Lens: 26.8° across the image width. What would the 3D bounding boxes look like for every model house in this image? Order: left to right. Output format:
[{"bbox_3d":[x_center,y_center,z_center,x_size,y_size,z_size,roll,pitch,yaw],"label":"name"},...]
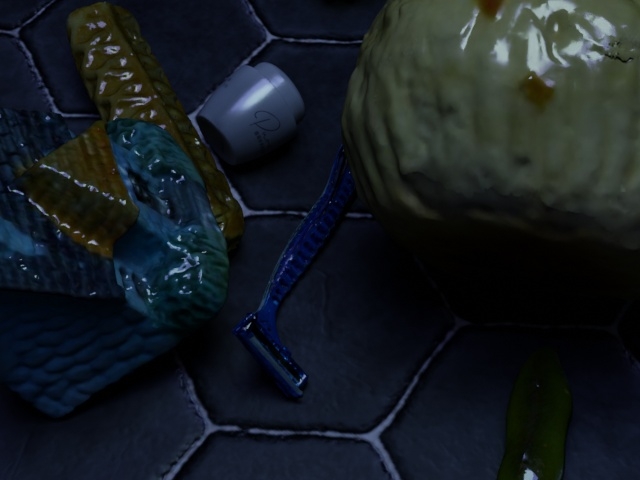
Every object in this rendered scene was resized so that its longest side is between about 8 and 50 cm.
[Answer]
[{"bbox_3d":[-0.247,-0.032,1.179,0.226,0.241,0.261,-34,53,8],"label":"model house"}]

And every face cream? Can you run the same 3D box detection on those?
[{"bbox_3d":[-0.072,-0.130,1.383,0.095,0.091,0.091,-38,60,-17],"label":"face cream"}]

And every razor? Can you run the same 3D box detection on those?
[{"bbox_3d":[-0.010,0.003,1.302,0.056,0.093,0.324,-14,37,37],"label":"razor"}]

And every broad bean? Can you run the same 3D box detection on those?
[{"bbox_3d":[0.177,0.191,1.148,0.065,0.046,0.254,7,52,23],"label":"broad bean"}]

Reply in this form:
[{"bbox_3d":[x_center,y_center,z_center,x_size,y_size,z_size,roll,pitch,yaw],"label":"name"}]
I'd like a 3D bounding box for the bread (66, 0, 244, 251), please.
[{"bbox_3d":[-0.176,-0.120,1.384,0.077,0.084,0.367,-46,54,22],"label":"bread"}]

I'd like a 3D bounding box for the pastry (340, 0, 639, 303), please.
[{"bbox_3d":[0.213,-0.118,1.187,0.388,0.388,0.312,9,79,8],"label":"pastry"}]
